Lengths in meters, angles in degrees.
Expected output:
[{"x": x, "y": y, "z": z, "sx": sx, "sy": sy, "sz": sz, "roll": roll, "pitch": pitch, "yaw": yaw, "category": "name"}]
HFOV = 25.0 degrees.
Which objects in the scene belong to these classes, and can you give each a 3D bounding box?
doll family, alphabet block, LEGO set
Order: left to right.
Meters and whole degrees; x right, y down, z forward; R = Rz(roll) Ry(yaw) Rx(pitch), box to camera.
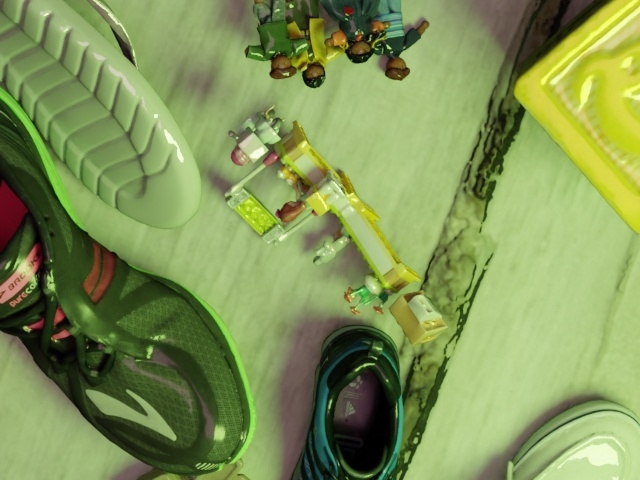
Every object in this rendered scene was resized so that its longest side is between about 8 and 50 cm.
[{"x": 0.000, "y": 0.000, "z": 1.436, "sx": 0.107, "sy": 0.132, "sz": 0.287, "roll": -37, "pitch": 100, "yaw": 10, "category": "LEGO set"}, {"x": 0.018, "y": -0.206, "z": 1.442, "sx": 0.193, "sy": 0.076, "sz": 0.111, "roll": -12, "pitch": 90, "yaw": -3, "category": "doll family"}, {"x": 0.313, "y": -0.147, "z": 1.371, "sx": 0.193, "sy": 0.197, "sz": 0.192, "roll": -42, "pitch": 94, "yaw": 15, "category": "alphabet block"}]

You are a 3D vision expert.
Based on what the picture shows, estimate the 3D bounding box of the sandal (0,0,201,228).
[{"x": -0.247, "y": -0.193, "z": 1.418, "sx": 0.416, "sy": 0.169, "sz": 0.102, "roll": 48, "pitch": 52, "yaw": -4, "category": "sandal"}]

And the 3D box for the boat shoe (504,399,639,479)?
[{"x": 0.201, "y": 0.319, "z": 1.440, "sx": 0.136, "sy": 0.156, "sz": 0.367, "roll": 43, "pitch": 93, "yaw": -4, "category": "boat shoe"}]

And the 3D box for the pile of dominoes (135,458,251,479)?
[{"x": -0.101, "y": 0.342, "z": 1.487, "sx": 0.196, "sy": 0.040, "sz": 0.251, "roll": -30, "pitch": 97, "yaw": 21, "category": "pile of dominoes"}]

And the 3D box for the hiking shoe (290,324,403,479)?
[{"x": 0.022, "y": 0.239, "z": 1.443, "sx": 0.113, "sy": 0.132, "sz": 0.304, "roll": 2, "pitch": 95, "yaw": -1, "category": "hiking shoe"}]

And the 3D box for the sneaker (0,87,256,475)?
[{"x": -0.263, "y": 0.054, "z": 1.378, "sx": 0.483, "sy": 0.202, "sz": 0.185, "roll": 46, "pitch": 108, "yaw": -1, "category": "sneaker"}]
